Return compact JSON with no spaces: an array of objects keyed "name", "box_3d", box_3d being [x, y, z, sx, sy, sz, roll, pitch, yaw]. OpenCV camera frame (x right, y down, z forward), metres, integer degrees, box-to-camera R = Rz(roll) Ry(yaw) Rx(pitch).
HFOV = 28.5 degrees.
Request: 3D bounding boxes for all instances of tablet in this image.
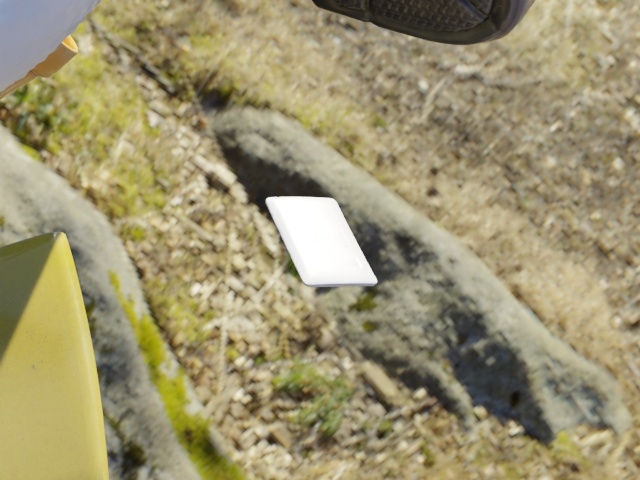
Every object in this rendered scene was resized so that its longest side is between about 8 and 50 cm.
[{"name":"tablet","box_3d":[0.000,0.000,0.832,0.054,0.006,0.083,0,43,-28]}]

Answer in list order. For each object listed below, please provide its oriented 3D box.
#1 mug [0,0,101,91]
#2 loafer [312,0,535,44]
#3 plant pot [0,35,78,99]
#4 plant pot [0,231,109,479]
[{"name":"mug","box_3d":[-0.247,-0.276,0.877,0.276,0.374,0.328,31,64,-14]},{"name":"loafer","box_3d":[-0.031,-0.170,0.508,0.303,0.109,0.095,27,62,24]},{"name":"plant pot","box_3d":[-0.465,-0.265,1.696,0.205,0.188,0.205,47,4,-5]},{"name":"plant pot","box_3d":[-0.255,0.150,0.913,0.212,0.212,0.187,-18,64,-20]}]
